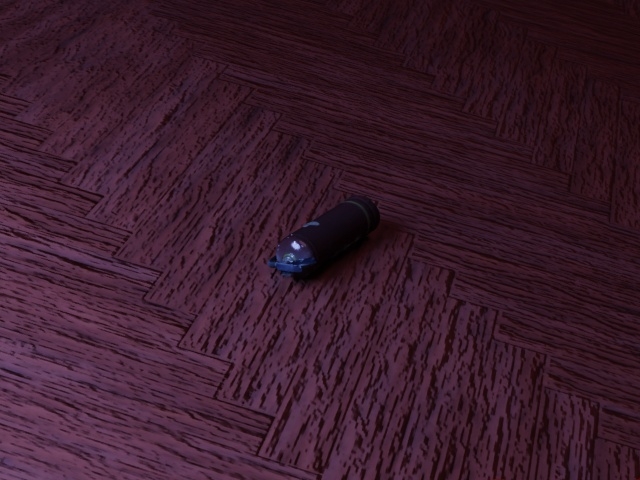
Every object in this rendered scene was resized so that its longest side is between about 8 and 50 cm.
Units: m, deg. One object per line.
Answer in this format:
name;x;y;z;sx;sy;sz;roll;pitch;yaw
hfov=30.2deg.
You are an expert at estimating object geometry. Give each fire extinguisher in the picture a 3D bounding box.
fire extinguisher;0.000;0.000;1.130;0.064;0.043;0.158;-5;17;36

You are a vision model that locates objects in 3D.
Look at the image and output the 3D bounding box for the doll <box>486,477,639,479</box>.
doll;0.108;0.186;0.599;0.188;0.384;0.099;43;49;-18
